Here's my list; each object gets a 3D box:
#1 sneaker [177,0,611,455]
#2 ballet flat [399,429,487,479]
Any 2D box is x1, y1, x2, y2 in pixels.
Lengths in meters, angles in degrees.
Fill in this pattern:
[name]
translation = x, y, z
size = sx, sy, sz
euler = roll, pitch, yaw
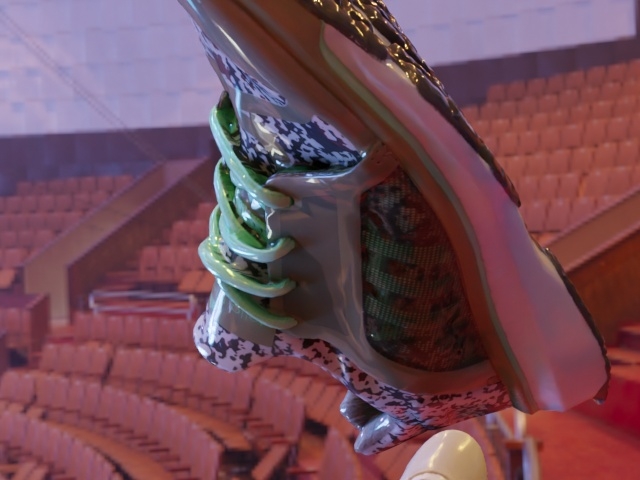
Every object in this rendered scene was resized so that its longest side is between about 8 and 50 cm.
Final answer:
[sneaker]
translation = 0.000, 0.000, 0.533
size = 0.182, 0.158, 0.410
euler = -34, -50, 7
[ballet flat]
translation = 0.081, 0.277, 0.936
size = 0.086, 0.248, 0.086
euler = 20, -15, 5
